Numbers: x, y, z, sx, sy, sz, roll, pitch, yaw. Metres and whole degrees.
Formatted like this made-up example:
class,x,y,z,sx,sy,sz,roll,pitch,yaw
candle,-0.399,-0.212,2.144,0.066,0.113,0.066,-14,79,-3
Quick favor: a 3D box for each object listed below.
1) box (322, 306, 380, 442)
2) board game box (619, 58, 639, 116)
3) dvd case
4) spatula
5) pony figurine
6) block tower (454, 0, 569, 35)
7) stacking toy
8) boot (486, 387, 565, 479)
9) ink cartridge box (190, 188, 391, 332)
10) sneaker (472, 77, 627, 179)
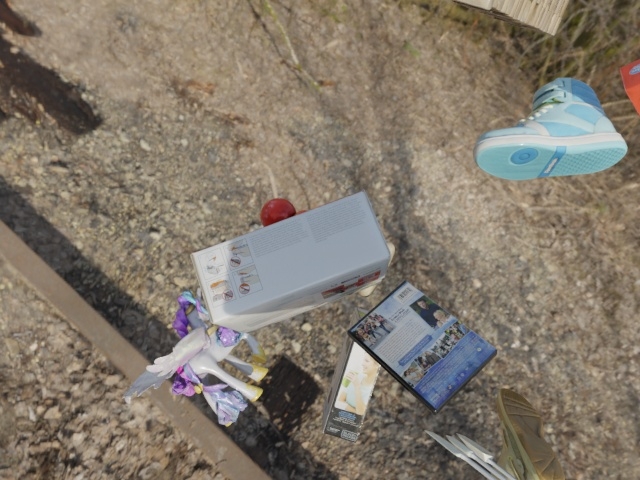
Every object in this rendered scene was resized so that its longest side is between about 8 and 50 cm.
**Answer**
class,x,y,z,sx,sy,sz,roll,pitch,yaw
box,0.088,0.324,1.328,0.087,0.289,0.169,18,4,0
board game box,0.737,-0.278,0.930,0.242,0.317,0.064,36,50,-33
dvd case,0.201,0.208,1.093,0.180,0.022,0.253,-39,51,-16
spatula,0.335,0.443,1.037,0.168,0.019,0.242,31,-3,-42
pony figurine,-0.332,0.333,1.484,0.363,0.303,0.351,46,40,-7
block tower,0.273,-0.365,0.763,0.091,0.097,0.336,29,29,28
stacking toy,0.000,0.000,1.259,0.331,0.141,0.141,27,44,13
boot,0.416,0.481,1.184,0.095,0.203,0.262,15,29,-13
ink cartridge box,-0.042,0.056,0.991,0.310,0.272,0.130,-20,75,-2
sneaker,0.448,-0.241,1.109,0.319,0.127,0.208,-1,63,-13
